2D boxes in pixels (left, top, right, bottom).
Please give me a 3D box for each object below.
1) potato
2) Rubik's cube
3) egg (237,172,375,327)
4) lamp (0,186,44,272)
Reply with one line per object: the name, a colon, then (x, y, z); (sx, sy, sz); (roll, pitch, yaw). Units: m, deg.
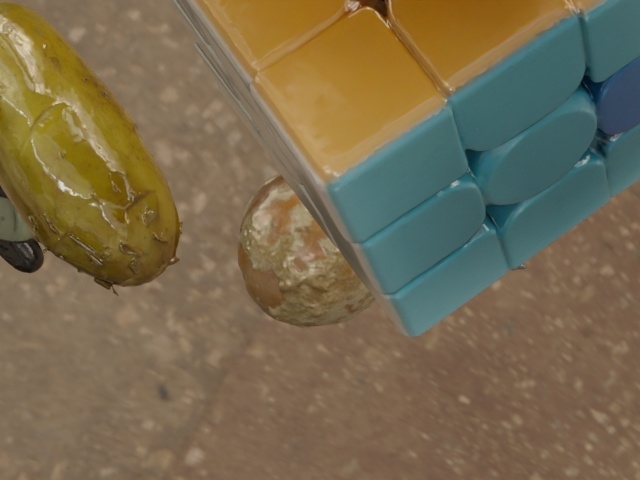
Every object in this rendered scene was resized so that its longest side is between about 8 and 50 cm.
potato: (-0.243, -0.086, 1.492); (0.140, 0.173, 0.300); (-35, 94, 0)
Rubik's cube: (0.077, -0.159, 1.122); (0.291, 0.290, 0.291); (-33, 63, -3)
egg: (0.000, 0.000, 1.859); (0.195, 0.195, 0.233); (1, 40, 24)
lamp: (-0.352, -0.081, 1.995); (0.198, 0.198, 0.244); (-11, 25, 20)
